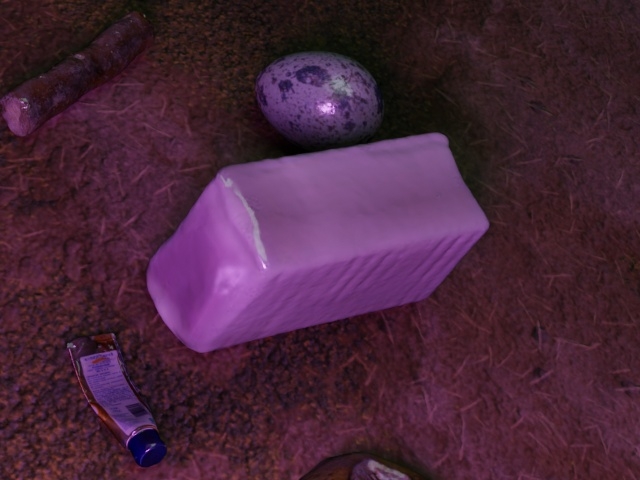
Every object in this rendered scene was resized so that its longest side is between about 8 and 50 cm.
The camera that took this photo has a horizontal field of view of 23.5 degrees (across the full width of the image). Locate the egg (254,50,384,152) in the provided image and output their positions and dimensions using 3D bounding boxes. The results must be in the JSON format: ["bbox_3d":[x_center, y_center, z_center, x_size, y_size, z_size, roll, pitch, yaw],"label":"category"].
[{"bbox_3d":[-0.002,-0.179,1.979,0.172,0.132,0.132,21,45,4],"label":"egg"}]

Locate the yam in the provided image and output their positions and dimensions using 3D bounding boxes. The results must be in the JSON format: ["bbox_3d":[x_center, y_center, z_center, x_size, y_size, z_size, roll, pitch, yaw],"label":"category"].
[{"bbox_3d":[-0.295,-0.208,1.898,0.061,0.061,0.253,39,46,7],"label":"yam"}]

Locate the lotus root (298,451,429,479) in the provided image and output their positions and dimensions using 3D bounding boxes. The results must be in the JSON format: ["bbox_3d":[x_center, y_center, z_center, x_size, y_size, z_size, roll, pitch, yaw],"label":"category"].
[{"bbox_3d":[0.067,0.299,1.645,0.204,0.078,0.183,25,46,-10],"label":"lotus root"}]

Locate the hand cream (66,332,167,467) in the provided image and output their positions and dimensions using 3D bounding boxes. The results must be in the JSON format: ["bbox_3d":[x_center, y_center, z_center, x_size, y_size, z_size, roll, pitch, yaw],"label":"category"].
[{"bbox_3d":[-0.213,0.168,1.638,0.062,0.039,0.163,-12,53,-33],"label":"hand cream"}]

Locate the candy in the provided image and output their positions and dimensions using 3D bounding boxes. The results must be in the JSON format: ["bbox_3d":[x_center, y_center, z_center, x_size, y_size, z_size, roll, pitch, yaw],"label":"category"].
[{"bbox_3d":[0.000,0.003,1.775,0.359,0.208,0.145,-11,65,-36],"label":"candy"}]
